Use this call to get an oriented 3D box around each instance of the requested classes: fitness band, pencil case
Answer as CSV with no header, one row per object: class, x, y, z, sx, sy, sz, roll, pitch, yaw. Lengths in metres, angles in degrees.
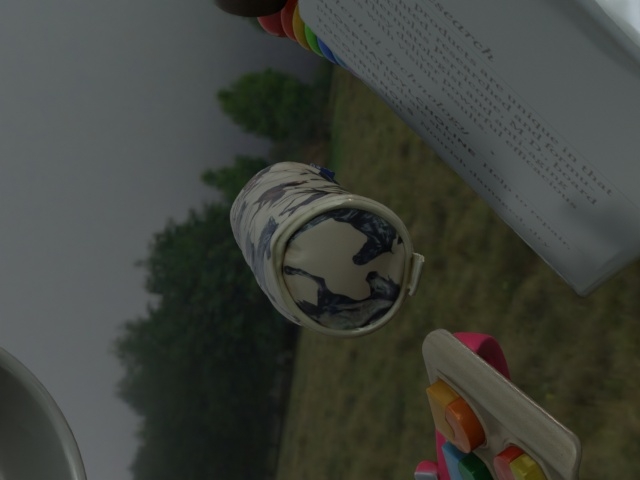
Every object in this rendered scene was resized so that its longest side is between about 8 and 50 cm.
fitness band,0.177,0.238,1.316,0.209,0.054,0.291,-61,-36,-42
pencil case,0.000,0.000,1.407,0.410,0.184,0.159,-136,44,-76

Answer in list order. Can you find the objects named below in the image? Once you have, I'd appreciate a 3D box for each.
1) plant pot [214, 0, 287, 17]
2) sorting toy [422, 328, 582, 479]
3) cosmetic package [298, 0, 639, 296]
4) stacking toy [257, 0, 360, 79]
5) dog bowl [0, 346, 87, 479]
plant pot,-0.095,-0.443,1.636,0.215,0.215,0.230,-85,0,-52
sorting toy,0.154,0.200,0.982,0.193,0.038,0.208,40,150,47
cosmetic package,0.206,-0.209,0.742,0.329,0.327,0.393,-42,-8,-8
stacking toy,0.014,-0.323,1.706,0.330,0.141,0.141,27,115,46
dog bowl,-0.344,0.225,0.986,0.102,0.349,0.348,-27,39,31
